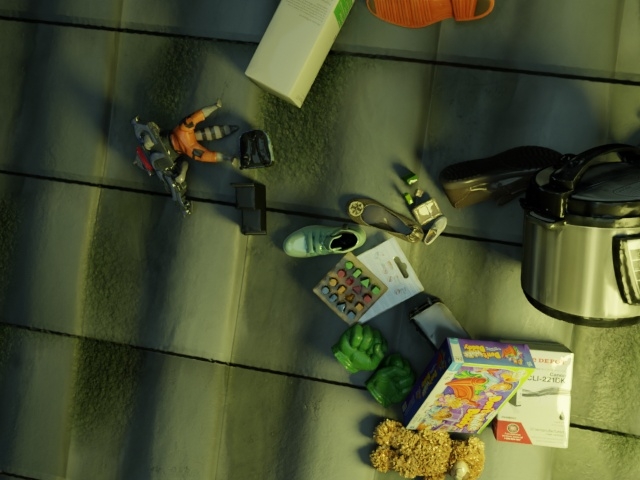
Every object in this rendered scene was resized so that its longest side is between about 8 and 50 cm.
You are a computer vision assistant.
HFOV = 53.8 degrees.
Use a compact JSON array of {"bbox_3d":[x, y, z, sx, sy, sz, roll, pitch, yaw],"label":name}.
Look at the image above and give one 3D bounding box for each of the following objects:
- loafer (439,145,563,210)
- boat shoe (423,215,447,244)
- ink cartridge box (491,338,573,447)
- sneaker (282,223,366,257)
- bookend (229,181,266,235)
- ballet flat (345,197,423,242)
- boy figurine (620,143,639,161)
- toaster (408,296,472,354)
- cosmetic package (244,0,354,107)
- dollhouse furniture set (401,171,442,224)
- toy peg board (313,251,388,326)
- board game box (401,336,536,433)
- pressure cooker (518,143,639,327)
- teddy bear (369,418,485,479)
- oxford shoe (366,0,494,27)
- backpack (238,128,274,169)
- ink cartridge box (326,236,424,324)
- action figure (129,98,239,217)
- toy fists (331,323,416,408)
[{"bbox_3d":[0.525,-0.174,1.806,0.366,0.133,0.130,-8,127,7],"label":"loafer"},{"bbox_3d":[0.339,-0.030,1.865,0.035,0.035,0.100,39,97,6],"label":"boat shoe"},{"bbox_3d":[0.602,0.431,1.799,0.197,0.114,0.272,3,91,9],"label":"ink cartridge box"},{"bbox_3d":[0.000,-0.001,1.858,0.256,0.151,0.094,-9,92,10],"label":"sneaker"},{"bbox_3d":[-0.213,-0.091,1.884,0.073,0.156,0.157,-1,92,8],"label":"bookend"},{"bbox_3d":[0.189,-0.059,1.874,0.250,0.058,0.084,26,94,7],"label":"ballet flat"},{"bbox_3d":[0.985,-0.275,1.736,0.285,0.092,0.177,-38,83,11],"label":"boy figurine"},{"bbox_3d":[0.344,0.256,1.805,0.110,0.168,0.185,-38,85,7],"label":"toaster"},{"bbox_3d":[-0.057,-0.592,1.827,0.155,0.197,0.365,27,97,6],"label":"cosmetic package"},{"bbox_3d":[0.291,-0.126,1.876,0.076,0.058,0.151,-30,107,1],"label":"dollhouse furniture set"},{"bbox_3d":[0.085,0.144,1.832,0.161,0.079,0.160,44,93,4],"label":"toy peg board"},{"bbox_3d":[0.390,0.401,1.711,0.234,0.078,0.347,7,135,-13],"label":"board game box"},{"bbox_3d":[0.696,-0.034,1.599,0.376,0.370,0.420,3,113,18],"label":"pressure cooker"},{"bbox_3d":[0.310,0.636,1.852,0.338,0.113,0.245,25,97,7],"label":"teddy bear"},{"bbox_3d":[0.318,-0.709,1.826,0.364,0.130,0.132,5,60,15],"label":"oxford shoe"},{"bbox_3d":[-0.195,-0.276,1.911,0.105,0.084,0.114,-6,96,8],"label":"backpack"},{"bbox_3d":[0.162,0.125,1.891,0.232,0.066,0.189,-29,87,0],"label":"ink cartridge box"},{"bbox_3d":[-0.414,-0.257,1.939,0.330,0.178,0.341,-9,117,15],"label":"action figure"},{"bbox_3d":[0.168,0.364,1.854,0.142,0.096,0.279,-43,96,7],"label":"toy fists"}]
